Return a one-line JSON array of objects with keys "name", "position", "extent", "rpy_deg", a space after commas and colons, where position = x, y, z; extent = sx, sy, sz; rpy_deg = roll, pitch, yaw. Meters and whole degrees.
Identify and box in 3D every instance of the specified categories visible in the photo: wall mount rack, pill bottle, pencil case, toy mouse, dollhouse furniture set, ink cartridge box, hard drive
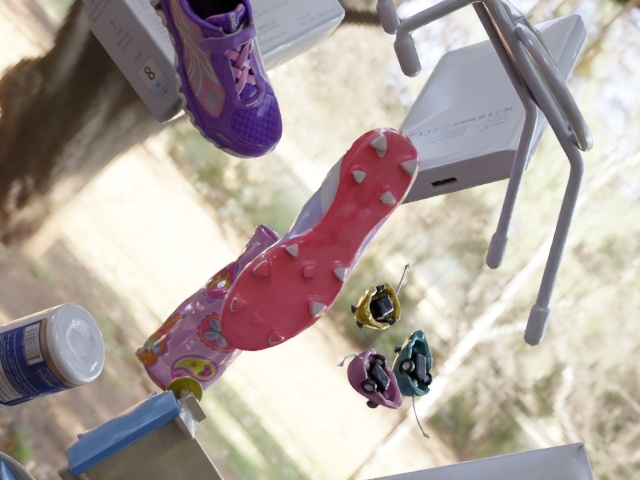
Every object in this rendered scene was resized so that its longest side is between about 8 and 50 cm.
[{"name": "wall mount rack", "position": [0.159, -0.093, 1.249], "extent": [0.304, 0.130, 0.350], "rpy_deg": [61, 7, -17]}, {"name": "pill bottle", "position": [-0.241, 0.097, 1.134], "extent": [0.067, 0.120, 0.067], "rpy_deg": [44, 36, -46]}, {"name": "pencil case", "position": [-0.135, 0.109, 2.026], "extent": [0.124, 0.284, 0.124], "rpy_deg": [43, -7, 7]}, {"name": "toy mouse", "position": [0.060, 0.113, 1.246], "extent": [0.161, 0.031, 0.143], "rpy_deg": [-33, 103, -57]}, {"name": "dollhouse furniture set", "position": [-0.222, 0.321, 1.669], "extent": [0.286, 0.303, 0.198], "rpy_deg": [59, -2, -25]}, {"name": "ink cartridge box", "position": [-0.188, -0.361, 1.719], "extent": [0.385, 0.308, 0.091], "rpy_deg": [53, -44, 3]}, {"name": "hard drive", "position": [0.190, -0.157, 1.673], "extent": [0.040, 0.203, 0.307], "rpy_deg": [60, 37, -24]}]

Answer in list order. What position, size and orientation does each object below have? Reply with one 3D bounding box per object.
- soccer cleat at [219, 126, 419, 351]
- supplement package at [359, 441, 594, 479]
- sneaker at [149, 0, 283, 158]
[{"name": "soccer cleat", "position": [0.000, 0.000, 1.283], "extent": [0.083, 0.248, 0.095], "rpy_deg": [38, 0, -7]}, {"name": "supplement package", "position": [0.074, 0.277, 1.013], "extent": [0.145, 0.261, 0.204], "rpy_deg": [111, -31, -67]}, {"name": "sneaker", "position": [-0.097, -0.192, 1.398], "extent": [0.104, 0.095, 0.236], "rpy_deg": [1, -64, 62]}]
